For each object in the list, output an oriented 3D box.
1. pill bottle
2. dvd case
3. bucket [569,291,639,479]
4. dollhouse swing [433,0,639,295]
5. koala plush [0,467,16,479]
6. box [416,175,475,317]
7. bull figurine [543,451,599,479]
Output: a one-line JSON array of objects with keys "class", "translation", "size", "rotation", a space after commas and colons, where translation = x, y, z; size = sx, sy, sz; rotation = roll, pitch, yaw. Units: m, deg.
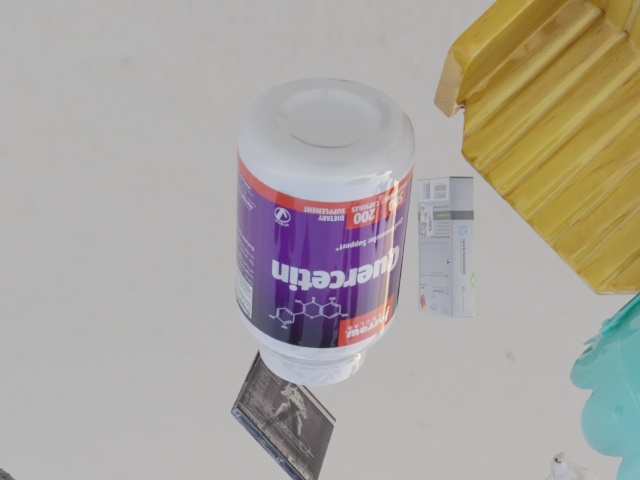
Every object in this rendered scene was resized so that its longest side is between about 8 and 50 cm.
[{"class": "pill bottle", "translation": [0.000, 0.000, 1.589], "size": [0.181, 0.181, 0.323], "rotation": [2, 131, -1]}, {"class": "dvd case", "translation": [-0.051, 0.255, 2.167], "size": [0.018, 0.164, 0.221], "rotation": [-39, -170, 20]}, {"class": "bucket", "translation": [0.342, 0.123, 1.079], "size": [0.281, 0.281, 0.183], "rotation": [16, 130, -40]}, {"class": "dollhouse swing", "translation": [0.305, -0.149, 1.454], "size": [0.315, 0.347, 0.305], "rotation": [-43, 165, 2]}, {"class": "koala plush", "translation": [-0.333, 0.386, 1.509], "size": [0.196, 0.203, 0.221], "rotation": [35, 149, 30]}, {"class": "box", "translation": [0.168, 0.008, 2.020], "size": [0.038, 0.186, 0.145], "rotation": [0, 179, -14]}, {"class": "bull figurine", "translation": [0.293, 0.395, 1.974], "size": [0.188, 0.101, 0.310], "rotation": [3, 136, 22]}]
